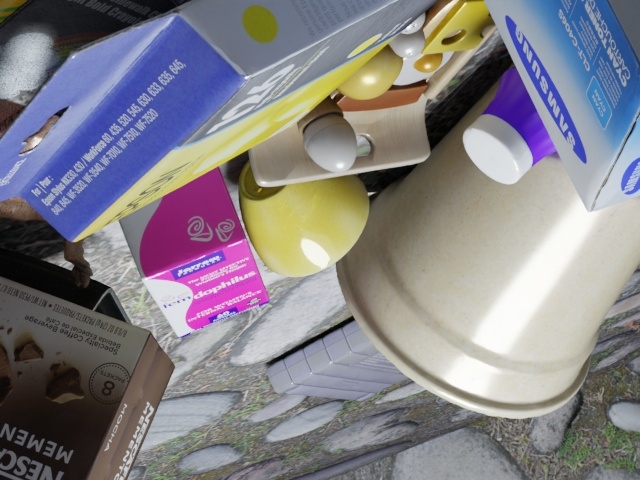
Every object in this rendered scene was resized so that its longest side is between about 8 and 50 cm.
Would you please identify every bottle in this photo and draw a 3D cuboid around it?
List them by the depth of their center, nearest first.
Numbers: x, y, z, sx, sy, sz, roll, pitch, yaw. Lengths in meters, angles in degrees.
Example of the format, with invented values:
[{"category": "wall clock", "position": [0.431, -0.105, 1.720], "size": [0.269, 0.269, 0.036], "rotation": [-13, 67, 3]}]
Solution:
[{"category": "bottle", "position": [0.247, -0.165, 1.253], "size": [0.283, 0.092, 0.118], "rotation": [-43, 178, -19]}]

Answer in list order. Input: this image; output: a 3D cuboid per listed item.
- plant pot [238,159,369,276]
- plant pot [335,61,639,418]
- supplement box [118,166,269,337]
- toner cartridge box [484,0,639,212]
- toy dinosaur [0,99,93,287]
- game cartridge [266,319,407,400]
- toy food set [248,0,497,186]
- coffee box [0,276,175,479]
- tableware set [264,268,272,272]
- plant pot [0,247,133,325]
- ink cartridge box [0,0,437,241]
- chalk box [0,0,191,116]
[{"category": "plant pot", "position": [-0.031, -0.044, 1.379], "size": [0.134, 0.134, 0.095], "rotation": [-28, 137, 14]}, {"category": "plant pot", "position": [0.230, -0.030, 1.473], "size": [0.333, 0.334, 0.305], "rotation": [-8, 145, -39]}, {"category": "supplement box", "position": [-0.132, 0.006, 1.389], "size": [0.111, 0.114, 0.220], "rotation": [-22, 160, -3]}, {"category": "toner cartridge box", "position": [0.119, -0.205, 0.736], "size": [0.075, 0.348, 0.165], "rotation": [-20, 161, -6]}, {"category": "toy dinosaur", "position": [-0.238, -0.068, 1.052], "size": [0.200, 0.127, 0.295], "rotation": [7, 140, -45]}, {"category": "game cartridge", "position": [0.085, 0.190, 2.244], "size": [0.230, 0.068, 0.355], "rotation": [-34, 159, 16]}, {"category": "toy food set", "position": [0.086, -0.153, 1.243], "size": [0.219, 0.092, 0.306], "rotation": [-11, 158, -34]}, {"category": "coffee box", "position": [-0.295, 0.116, 1.137], "size": [0.297, 0.168, 0.119], "rotation": [20, 164, 10]}, {"category": "tableware set", "position": [0.000, 0.000, 1.674], "size": [0.168, 0.020, 0.141], "rotation": [-27, 162, 8]}, {"category": "plant pot", "position": [-0.306, 0.107, 1.305], "size": [0.187, 0.167, 0.188], "rotation": [-57, 168, -15]}, {"category": "ink cartridge box", "position": [-0.074, -0.094, 0.885], "size": [0.307, 0.072, 0.303], "rotation": [-35, -178, -34]}, {"category": "chalk box", "position": [-0.136, -0.192, 0.811], "size": [0.213, 0.132, 0.132], "rotation": [-33, 159, 22]}]
